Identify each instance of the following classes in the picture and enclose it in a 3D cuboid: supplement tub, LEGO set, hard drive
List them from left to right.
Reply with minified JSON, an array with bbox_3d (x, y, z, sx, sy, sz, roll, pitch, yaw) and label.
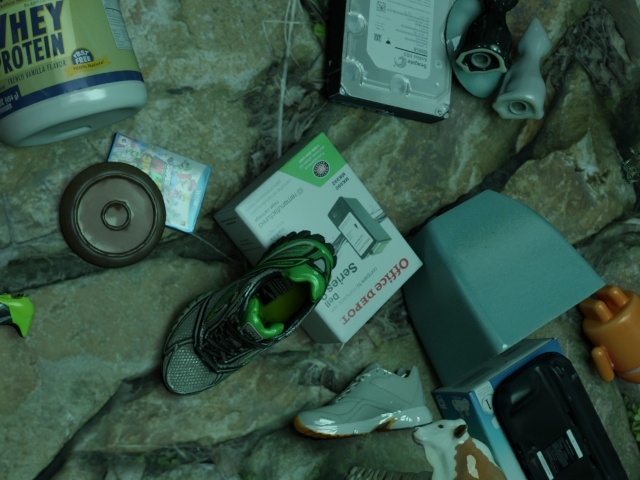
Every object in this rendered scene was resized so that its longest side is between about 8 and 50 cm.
[{"bbox_3d":[-0.403,-0.315,1.464,0.228,0.228,0.316,-19,92,-25],"label":"supplement tub"},{"bbox_3d":[0.132,-0.396,1.800,0.237,0.064,0.339,9,81,-28],"label":"hard drive"},{"bbox_3d":[0.628,-0.148,2.035,0.054,0.023,0.083,45,56,-16],"label":"LEGO set"}]

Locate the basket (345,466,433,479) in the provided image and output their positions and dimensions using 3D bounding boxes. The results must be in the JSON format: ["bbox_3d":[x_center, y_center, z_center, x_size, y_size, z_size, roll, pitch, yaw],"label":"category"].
[{"bbox_3d":[0.144,0.577,1.597,0.331,0.266,0.328,41,70,-14],"label":"basket"}]

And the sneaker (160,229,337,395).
[{"bbox_3d":[-0.124,0.121,1.534,0.134,0.146,0.343,44,107,-9],"label":"sneaker"}]

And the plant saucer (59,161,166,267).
[{"bbox_3d":[-0.321,-0.040,1.569,0.168,0.029,0.168,-1,93,-22],"label":"plant saucer"}]

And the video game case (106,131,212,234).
[{"bbox_3d":[-0.268,-0.091,1.619,0.166,0.015,0.119,20,76,-22],"label":"video game case"}]

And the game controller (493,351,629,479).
[{"bbox_3d":[0.419,0.356,1.731,0.166,0.067,0.319,-29,97,-12],"label":"game controller"}]

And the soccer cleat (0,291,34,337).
[{"bbox_3d":[-0.509,0.105,1.465,0.179,0.060,0.072,10,82,-26],"label":"soccer cleat"}]

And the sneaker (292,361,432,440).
[{"bbox_3d":[0.065,0.269,1.699,0.262,0.099,0.121,-2,77,-32],"label":"sneaker"}]

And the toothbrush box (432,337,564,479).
[{"bbox_3d":[0.368,0.352,1.800,0.216,0.126,0.295,-28,96,-26],"label":"toothbrush box"}]

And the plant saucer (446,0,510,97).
[{"bbox_3d":[0.307,-0.365,1.864,0.195,0.037,0.195,4,84,-46],"label":"plant saucer"}]

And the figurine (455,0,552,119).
[{"bbox_3d":[0.352,-0.355,1.826,0.215,0.092,0.209,43,55,-36],"label":"figurine"}]

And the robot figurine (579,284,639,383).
[{"bbox_3d":[0.588,0.185,1.921,0.219,0.128,0.158,50,40,-11],"label":"robot figurine"}]

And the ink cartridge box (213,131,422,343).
[{"bbox_3d":[0.000,0.000,1.673,0.211,0.121,0.289,-44,103,-21],"label":"ink cartridge box"}]

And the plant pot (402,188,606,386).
[{"bbox_3d":[0.280,0.064,1.736,0.248,0.247,0.252,-28,80,-24],"label":"plant pot"}]

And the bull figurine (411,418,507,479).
[{"bbox_3d":[0.229,0.406,1.459,0.310,0.101,0.188,44,71,-11],"label":"bull figurine"}]
